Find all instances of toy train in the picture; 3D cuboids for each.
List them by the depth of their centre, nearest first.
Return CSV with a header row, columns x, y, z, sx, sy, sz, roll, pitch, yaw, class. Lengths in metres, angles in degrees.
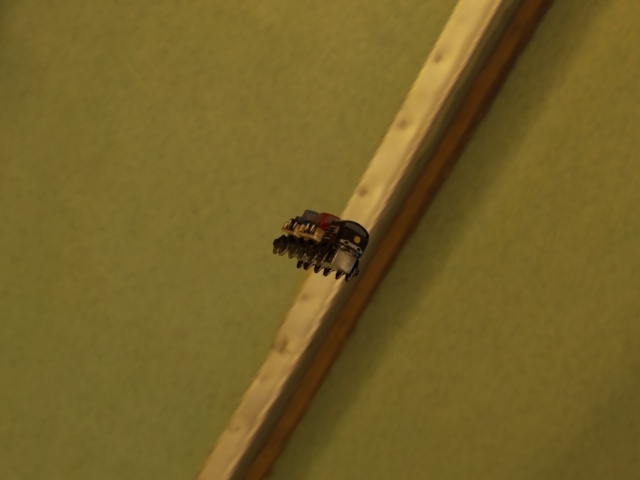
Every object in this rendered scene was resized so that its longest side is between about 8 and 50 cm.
x,y,z,sx,sy,sz,roll,pitch,yaw,class
0.000,0.000,0.927,0.027,0.158,0.036,30,86,-12,toy train
